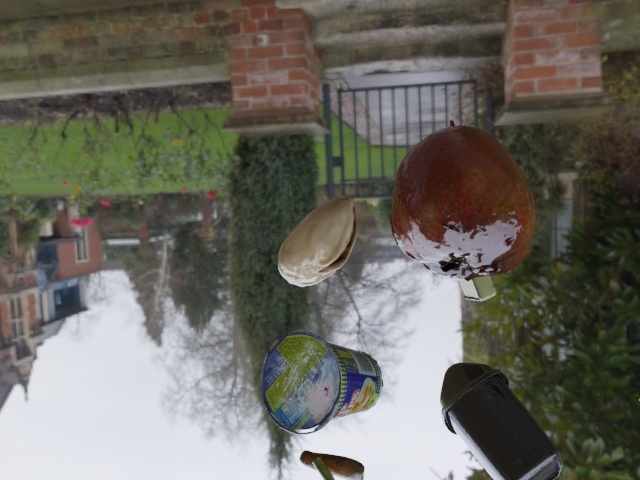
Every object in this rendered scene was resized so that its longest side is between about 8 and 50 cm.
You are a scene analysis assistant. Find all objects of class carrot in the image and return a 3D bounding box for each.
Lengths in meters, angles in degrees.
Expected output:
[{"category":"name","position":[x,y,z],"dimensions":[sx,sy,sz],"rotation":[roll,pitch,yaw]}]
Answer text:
[{"category":"carrot","position":[0.031,0.613,1.716],"dimensions":[0.186,0.060,0.060],"rotation":[11,-173,10]}]

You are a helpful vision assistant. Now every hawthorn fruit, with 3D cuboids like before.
[{"category":"hawthorn fruit","position":[0.281,-0.099,1.265],"dimensions":[0.284,0.369,0.285],"rotation":[-2,148,-1]}]

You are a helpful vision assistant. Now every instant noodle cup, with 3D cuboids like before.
[{"category":"instant noodle cup","position":[0.026,0.413,1.844],"dimensions":[0.284,0.284,0.312],"rotation":[0,170,35]}]

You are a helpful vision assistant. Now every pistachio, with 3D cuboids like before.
[{"category":"pistachio","position":[0.000,0.000,1.906],"dimensions":[0.214,0.318,0.193],"rotation":[23,156,33]}]

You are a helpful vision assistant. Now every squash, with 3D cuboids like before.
[{"category":"squash","position":[0.012,0.615,1.659],"dimensions":[0.027,0.083,0.027],"rotation":[-33,158,-15]}]

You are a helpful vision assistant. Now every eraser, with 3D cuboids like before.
[{"category":"eraser","position":[0.456,0.117,1.870],"dimensions":[0.058,0.117,0.172],"rotation":[-20,178,-4]}]

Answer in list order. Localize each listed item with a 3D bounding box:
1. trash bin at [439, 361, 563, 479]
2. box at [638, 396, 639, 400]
[{"category":"trash bin","position":[0.398,0.423,1.425],"dimensions":[0.182,0.209,0.290],"rotation":[-35,-129,-3]},{"category":"box","position":[0.630,0.279,1.053],"dimensions":[0.141,0.201,0.058],"rotation":[-46,-152,-11]}]
